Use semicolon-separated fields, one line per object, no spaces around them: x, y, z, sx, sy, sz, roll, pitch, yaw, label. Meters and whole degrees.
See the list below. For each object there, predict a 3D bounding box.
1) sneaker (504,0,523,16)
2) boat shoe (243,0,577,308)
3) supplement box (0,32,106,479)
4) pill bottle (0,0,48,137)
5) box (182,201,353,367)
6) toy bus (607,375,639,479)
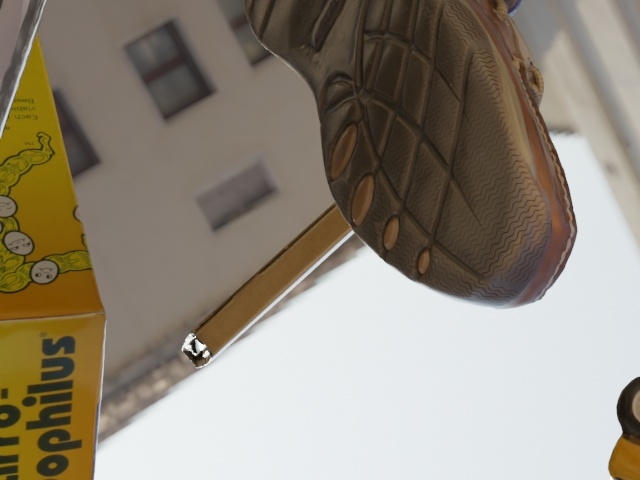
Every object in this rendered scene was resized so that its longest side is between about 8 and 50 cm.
0.122;-0.194;1.376;0.053;0.059;0.144;-4;-144;-2;sneaker
0.063;-0.083;0.951;0.123;0.116;0.324;-57;-144;28;boat shoe
-0.279;0.004;1.329;0.195;0.194;0.356;-4;-136;-15;supplement box
-0.253;-0.112;0.969;0.361;0.204;0.204;-71;-160;1;pill bottle
0.000;0.000;1.105;0.201;0.021;0.164;-42;179;-9;box
0.314;0.047;1.287;0.130;0.108;0.332;22;-107;19;toy bus
